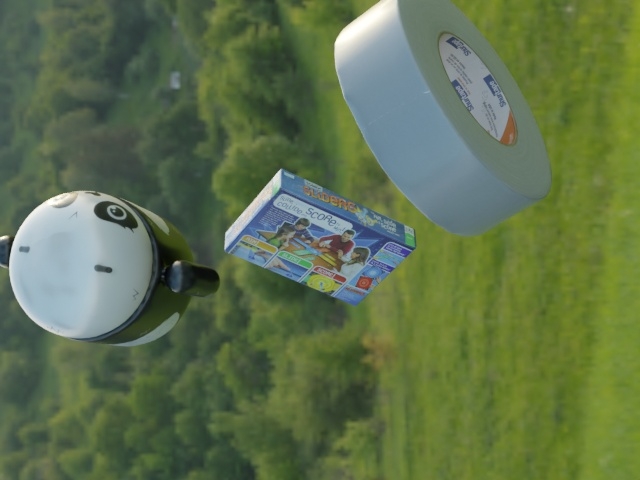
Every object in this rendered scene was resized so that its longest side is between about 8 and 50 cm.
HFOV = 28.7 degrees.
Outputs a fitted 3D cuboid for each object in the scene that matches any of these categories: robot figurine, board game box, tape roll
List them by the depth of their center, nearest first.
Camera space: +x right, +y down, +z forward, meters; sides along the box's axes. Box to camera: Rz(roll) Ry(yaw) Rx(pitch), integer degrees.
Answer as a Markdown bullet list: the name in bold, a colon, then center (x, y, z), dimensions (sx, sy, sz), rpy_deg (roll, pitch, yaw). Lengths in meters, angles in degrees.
- **tape roll**: center (0.109, -0.113, 1.079), dimensions (0.072, 0.219, 0.219), rpy_deg (-33, 50, 28)
- **robot figurine**: center (-0.247, 0.033, 1.459), dimensions (0.173, 0.209, 0.278), rpy_deg (60, -173, 13)
- **board game box**: center (0.000, 0.000, 1.569), dimensions (0.136, 0.201, 0.035), rpy_deg (-46, 31, 37)
